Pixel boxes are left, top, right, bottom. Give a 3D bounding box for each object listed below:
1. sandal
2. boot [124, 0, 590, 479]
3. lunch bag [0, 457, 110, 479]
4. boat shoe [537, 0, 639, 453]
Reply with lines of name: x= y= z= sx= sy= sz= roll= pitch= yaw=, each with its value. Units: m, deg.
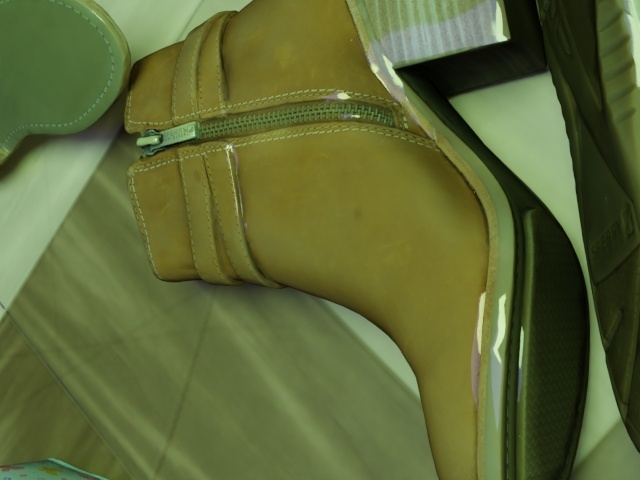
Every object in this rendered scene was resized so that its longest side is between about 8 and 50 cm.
sandal: x=-0.168 y=-0.105 z=0.595 sx=0.240 sy=0.079 sz=0.088 roll=-21 pitch=109 yaw=47
boot: x=0.000 y=0.000 z=0.462 sx=0.220 sy=0.109 sz=0.283 roll=-13 pitch=78 yaw=28
lunch bag: x=-0.160 y=0.162 z=0.571 sx=0.083 sy=0.071 sz=0.053 roll=8 pitch=89 yaw=30
boat shoe: x=0.163 y=-0.085 z=0.385 sx=0.123 sy=0.123 sz=0.342 roll=-6 pitch=77 yaw=1
